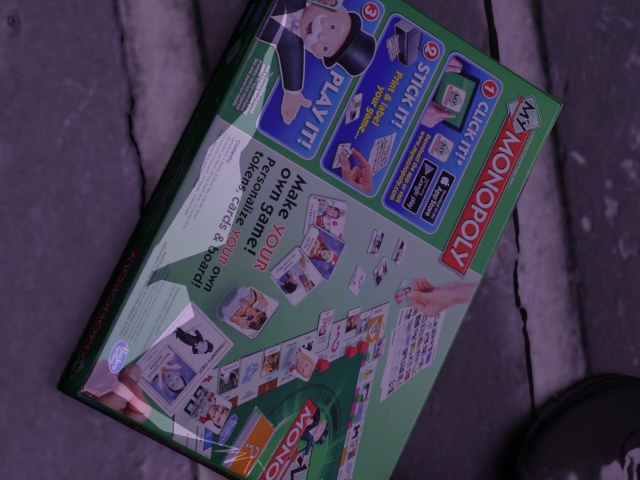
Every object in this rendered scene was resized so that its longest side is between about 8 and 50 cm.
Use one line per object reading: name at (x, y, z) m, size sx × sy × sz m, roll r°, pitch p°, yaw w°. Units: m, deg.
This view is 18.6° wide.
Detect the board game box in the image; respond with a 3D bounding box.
board game box at (0.000, 0.000, 1.225) m, size 0.213 × 0.046 × 0.317 m, roll 31°, pitch 77°, yaw -22°

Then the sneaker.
sneaker at (0.263, 0.139, 1.302) m, size 0.286 × 0.130 × 0.109 m, roll -11°, pitch 96°, yaw -24°
